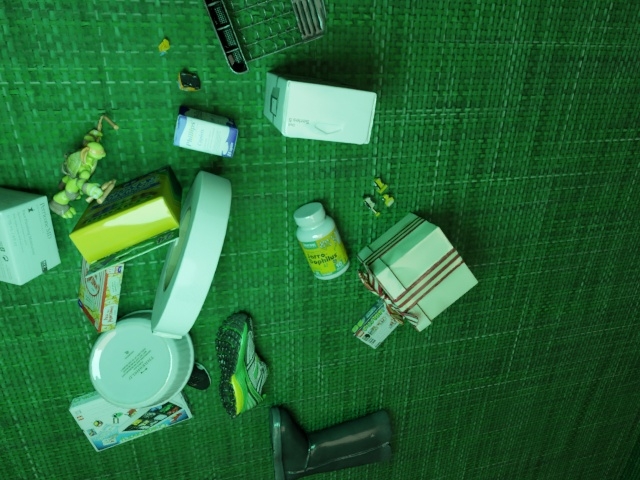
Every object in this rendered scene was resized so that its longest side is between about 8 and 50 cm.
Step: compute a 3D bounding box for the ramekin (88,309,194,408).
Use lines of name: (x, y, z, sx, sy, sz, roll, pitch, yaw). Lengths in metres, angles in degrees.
ramekin: (-0.491, 0.325, 1.198, 0.273, 0.127, 0.273, 0, 82, -2)

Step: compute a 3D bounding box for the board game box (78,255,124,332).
board game box: (-0.568, 0.114, 1.137, 0.045, 0.147, 0.193, -5, 119, -47)

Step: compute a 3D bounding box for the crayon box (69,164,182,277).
crayon box: (-0.426, -0.061, 0.998, 0.203, 0.323, 0.083, -24, 118, -5)

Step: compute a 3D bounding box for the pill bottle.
pill bottle: (0.000, 0.000, 1.270, 0.117, 0.117, 0.208, -25, 119, -5)

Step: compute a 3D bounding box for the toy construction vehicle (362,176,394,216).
toy construction vehicle: (0.167, -0.130, 1.312, 0.086, 0.035, 0.098, -47, 121, -5)

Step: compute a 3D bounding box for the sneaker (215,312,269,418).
sneaker: (-0.240, 0.378, 1.387, 0.146, 0.134, 0.343, -14, 116, -39)

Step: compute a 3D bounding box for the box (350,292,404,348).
box: (0.213, 0.264, 1.501, 0.114, 0.036, 0.207, 37, 99, -27)

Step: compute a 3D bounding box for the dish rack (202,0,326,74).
dish rack: (-0.119, -0.529, 1.016, 0.271, 0.074, 0.208, -23, 119, -6)

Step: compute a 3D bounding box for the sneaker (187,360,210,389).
sneaker: (-0.409, 0.413, 1.336, 0.079, 0.121, 0.217, -31, 119, 0)

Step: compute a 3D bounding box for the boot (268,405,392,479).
boot: (0.046, 0.697, 1.585, 0.445, 0.146, 0.367, -6, 125, -10)

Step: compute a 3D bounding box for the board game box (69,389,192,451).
board game box: (-0.581, 0.525, 1.375, 0.305, 0.053, 0.193, -17, 117, -8)

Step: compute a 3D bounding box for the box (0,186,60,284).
box: (-0.725, -0.016, 1.005, 0.182, 0.119, 0.181, 10, 116, 13)

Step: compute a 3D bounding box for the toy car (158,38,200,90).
toy car: (-0.333, -0.408, 1.041, 0.040, 0.060, 0.122, -13, 106, 38)

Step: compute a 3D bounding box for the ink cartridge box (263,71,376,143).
ink cartridge box: (-0.013, -0.316, 1.032, 0.198, 0.273, 0.115, 1, 114, -17)

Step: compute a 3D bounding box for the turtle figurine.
turtle figurine: (-0.539, -0.147, 0.990, 0.087, 0.269, 0.217, 16, 135, -44)

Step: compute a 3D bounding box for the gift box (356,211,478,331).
gift box: (0.263, 0.091, 1.292, 0.258, 0.276, 0.255, -39, 102, 3)

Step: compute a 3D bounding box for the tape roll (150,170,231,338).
tape roll: (-0.308, 0.030, 1.039, 0.072, 0.392, 0.392, 17, 108, -23)

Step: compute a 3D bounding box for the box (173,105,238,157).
box: (-0.277, -0.263, 1.061, 0.137, 0.126, 0.072, 9, 112, -21)
